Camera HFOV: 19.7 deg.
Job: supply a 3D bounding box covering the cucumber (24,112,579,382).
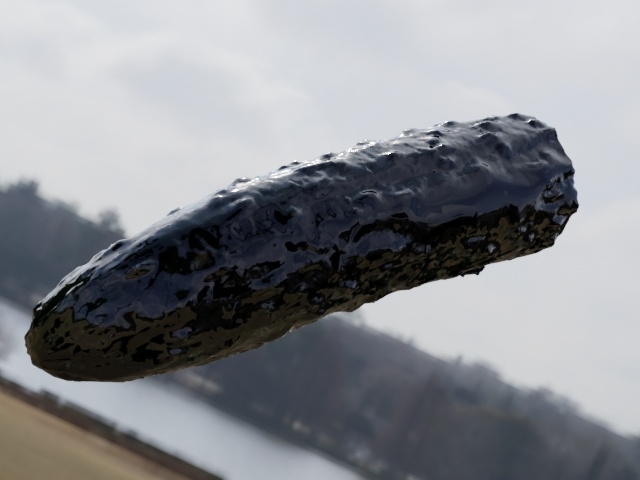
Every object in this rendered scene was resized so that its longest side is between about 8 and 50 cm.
[{"bbox_3d":[0.000,0.000,0.815,0.303,0.081,0.072,-17,54,-44],"label":"cucumber"}]
